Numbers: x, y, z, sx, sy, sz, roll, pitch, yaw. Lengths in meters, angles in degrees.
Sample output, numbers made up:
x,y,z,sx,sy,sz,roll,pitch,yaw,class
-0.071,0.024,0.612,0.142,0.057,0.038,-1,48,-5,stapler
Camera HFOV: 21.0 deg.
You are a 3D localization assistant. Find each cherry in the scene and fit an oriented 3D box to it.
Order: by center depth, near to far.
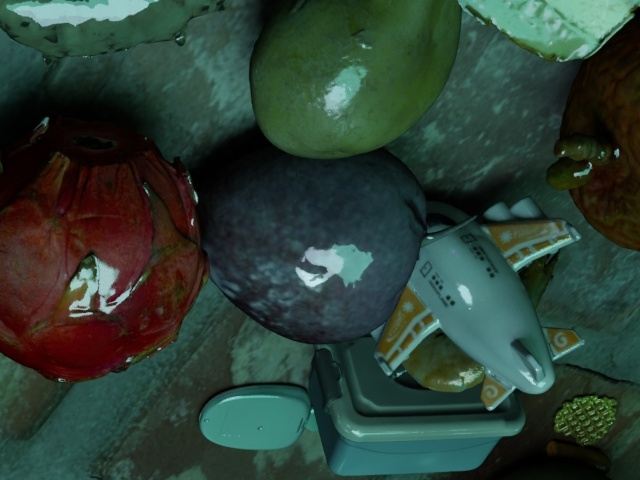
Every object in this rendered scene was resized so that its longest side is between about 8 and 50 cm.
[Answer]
x,y,z,sx,sy,sz,roll,pitch,yaw,class
0.000,0.000,1.698,0.266,0.183,0.213,14,116,-10,cherry

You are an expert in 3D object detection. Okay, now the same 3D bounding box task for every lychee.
x,y,z,sx,sy,sz,roll,pitch,yaw,class
0.345,-0.100,1.695,0.300,0.255,0.255,-29,139,-30,lychee

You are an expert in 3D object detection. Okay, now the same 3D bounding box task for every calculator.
x,y,z,sx,sy,sz,roll,pitch,yaw,class
-0.063,0.201,1.957,0.153,0.021,0.095,5,128,-20,calculator

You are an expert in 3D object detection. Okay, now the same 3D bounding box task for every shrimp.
x,y,z,sx,sy,sz,roll,pitch,yaw,class
0.170,0.059,1.858,0.236,0.133,0.053,-52,151,-13,shrimp

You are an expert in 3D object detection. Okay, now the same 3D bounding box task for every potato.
x,y,z,sx,sy,sz,roll,pitch,yaw,class
0.035,-0.176,1.578,0.235,0.160,0.178,-56,165,11,potato

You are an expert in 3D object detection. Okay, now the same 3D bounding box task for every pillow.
x,y,z,sx,sy,sz,roll,pitch,yaw,class
-0.182,-0.203,1.540,0.241,0.051,0.093,-11,127,-12,pillow

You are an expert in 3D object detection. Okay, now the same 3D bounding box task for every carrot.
x,y,z,sx,sy,sz,roll,pitch,yaw,class
0.322,0.270,2.154,0.093,0.032,0.032,20,120,-27,carrot

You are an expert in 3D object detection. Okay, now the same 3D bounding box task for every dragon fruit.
x,y,z,sx,sy,sz,roll,pitch,yaw,class
-0.219,0.011,1.598,0.241,0.241,0.252,10,139,-27,dragon fruit

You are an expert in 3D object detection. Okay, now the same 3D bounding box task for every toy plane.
x,y,z,sx,sy,sz,roll,pitch,yaw,class
0.159,0.056,1.767,0.244,0.245,0.117,-26,160,3,toy plane

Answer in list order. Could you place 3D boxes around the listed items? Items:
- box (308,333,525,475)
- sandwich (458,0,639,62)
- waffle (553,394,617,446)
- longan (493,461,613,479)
x,y,z,sx,sy,sz,roll,pitch,yaw,class
0.098,0.168,1.900,0.227,0.162,0.130,-1,140,-19,box
0.163,-0.291,1.487,0.227,0.198,0.155,36,114,-24,sandwich
0.324,0.220,2.120,0.085,0.016,0.078,16,119,-31,waffle
0.298,0.378,2.102,0.248,0.248,0.248,-10,132,-12,longan
